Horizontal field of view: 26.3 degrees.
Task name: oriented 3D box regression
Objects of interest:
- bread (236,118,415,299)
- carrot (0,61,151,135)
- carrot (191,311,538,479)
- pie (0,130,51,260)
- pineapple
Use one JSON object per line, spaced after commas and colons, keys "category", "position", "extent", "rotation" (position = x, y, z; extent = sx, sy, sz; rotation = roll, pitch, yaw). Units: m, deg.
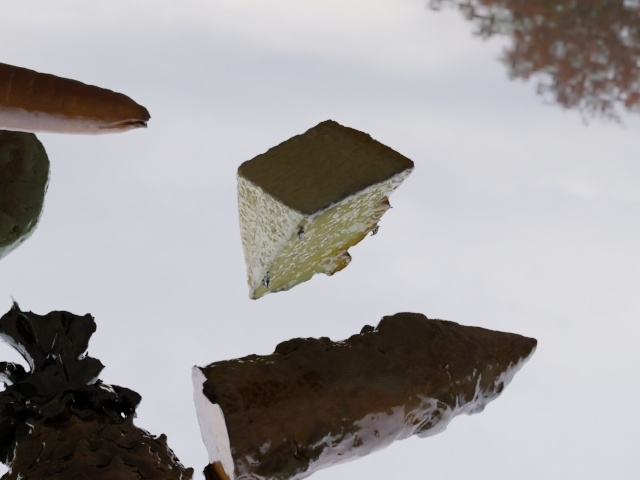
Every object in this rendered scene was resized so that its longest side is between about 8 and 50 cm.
{"category": "bread", "position": [0.000, 0.000, 0.773], "extent": [0.084, 0.109, 0.080], "rotation": [-24, -141, -28]}
{"category": "carrot", "position": [-0.242, -0.101, 0.845], "extent": [0.271, 0.066, 0.062], "rotation": [17, -156, -16]}
{"category": "carrot", "position": [0.039, 0.102, 0.936], "extent": [0.263, 0.102, 0.102], "rotation": [-12, -152, -23]}
{"category": "pie", "position": [-0.409, -0.053, 1.524], "extent": [0.240, 0.054, 0.241], "rotation": [-7, -128, 9]}
{"category": "pineapple", "position": [-0.109, 0.102, 0.606], "extent": [0.108, 0.108, 0.198], "rotation": [-3, -136, -26]}
